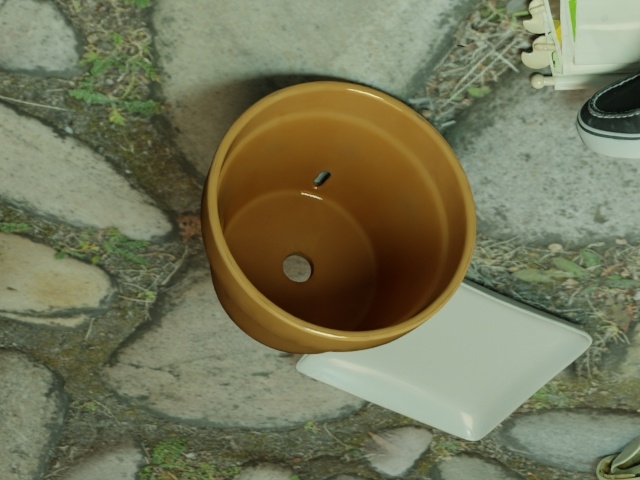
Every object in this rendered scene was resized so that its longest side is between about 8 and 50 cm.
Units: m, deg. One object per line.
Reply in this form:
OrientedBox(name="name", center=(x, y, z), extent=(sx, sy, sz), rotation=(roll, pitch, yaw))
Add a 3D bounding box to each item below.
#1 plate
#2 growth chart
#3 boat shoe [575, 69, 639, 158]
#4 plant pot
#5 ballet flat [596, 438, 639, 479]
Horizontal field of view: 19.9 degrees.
OrientedBox(name="plate", center=(0.150, 0.128, 2.263), extent=(0.278, 0.045, 0.277), rotation=(23, 137, -18))
OrientedBox(name="growth chart", center=(0.291, -0.232, 1.830), extent=(0.172, 0.021, 0.237), rotation=(5, 140, 4))
OrientedBox(name="boat shoe", center=(0.378, -0.162, 1.790), extent=(0.301, 0.108, 0.102), rotation=(-10, 135, 34))
OrientedBox(name="plant pot", center=(0.000, 0.000, 1.979), extent=(0.291, 0.291, 0.203), rotation=(16, 156, -10))
OrientedBox(name="ballet flat", center=(0.466, 0.281, 2.375), extent=(0.248, 0.086, 0.086), rotation=(-26, 130, 35))
